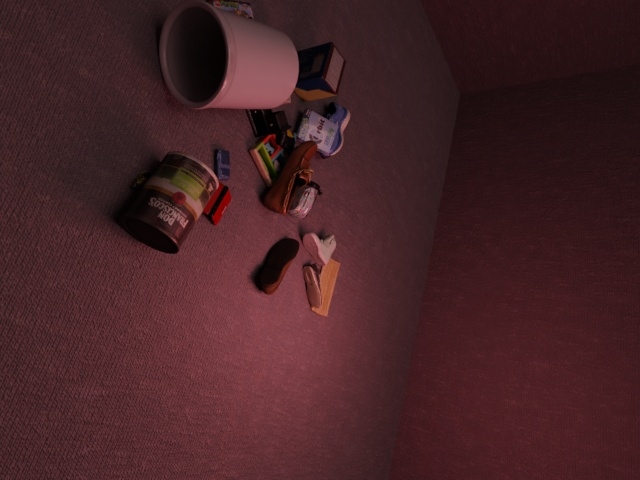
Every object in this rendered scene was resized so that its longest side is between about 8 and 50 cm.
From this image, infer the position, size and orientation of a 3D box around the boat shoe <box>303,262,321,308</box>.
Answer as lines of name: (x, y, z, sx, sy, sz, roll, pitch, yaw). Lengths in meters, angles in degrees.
boat shoe: (-0.024, 0.231, 2.151, 0.079, 0.084, 0.232, -25, 109, -51)

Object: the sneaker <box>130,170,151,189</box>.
sneaker: (-0.585, -0.199, 1.382, 0.031, 0.035, 0.083, 57, 48, -38)

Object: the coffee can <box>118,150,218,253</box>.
coffee can: (-0.487, -0.124, 1.383, 0.201, 0.202, 0.275, 52, 51, -42)

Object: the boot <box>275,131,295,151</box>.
boot: (-0.150, -0.465, 1.900, 0.099, 0.045, 0.121, 10, 93, -54)

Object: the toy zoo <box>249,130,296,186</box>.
toy zoo: (-0.192, -0.406, 1.915, 0.293, 0.030, 0.192, -57, 138, -36)

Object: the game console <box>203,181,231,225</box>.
game console: (-0.419, -0.152, 1.637, 0.124, 0.085, 0.143, 92, 19, -63)

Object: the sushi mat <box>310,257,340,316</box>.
sushi mat: (0.029, 0.244, 2.279, 0.151, 0.019, 0.316, 38, 62, -50)

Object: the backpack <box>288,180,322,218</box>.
backpack: (-0.096, -0.196, 1.994, 0.115, 0.152, 0.181, 32, 78, -45)

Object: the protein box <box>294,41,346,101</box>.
protein box: (-0.014, -0.795, 2.008, 0.136, 0.200, 0.200, 35, 64, -50)

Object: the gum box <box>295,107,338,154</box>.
gum box: (-0.019, -0.530, 2.065, 0.185, 0.041, 0.156, 24, 80, -22)

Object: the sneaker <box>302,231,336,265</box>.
sneaker: (0.000, 0.000, 2.160, 0.151, 0.094, 0.255, -59, 146, -25)

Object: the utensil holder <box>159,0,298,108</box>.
utensil holder: (-0.310, -0.629, 1.509, 0.386, 0.328, 0.326, -21, 109, -55)

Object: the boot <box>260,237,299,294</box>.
boot: (-0.188, 0.114, 1.931, 0.115, 0.113, 0.305, 98, 16, -50)

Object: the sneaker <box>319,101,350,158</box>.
sneaker: (0.043, -0.571, 2.192, 0.147, 0.130, 0.329, 29, 65, -36)

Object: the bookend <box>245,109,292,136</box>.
bookend: (-0.221, -0.525, 1.771, 0.072, 0.158, 0.156, -45, 128, -44)

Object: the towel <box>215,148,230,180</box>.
towel: (-0.383, -0.297, 1.666, 0.067, 0.029, 0.119, -4, 95, -55)

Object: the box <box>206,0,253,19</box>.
box: (-0.349, -0.885, 1.676, 0.207, 0.036, 0.113, -31, 116, -49)

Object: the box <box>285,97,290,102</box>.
box: (-0.203, -0.730, 1.826, 0.094, 0.113, 0.274, -12, 103, -54)

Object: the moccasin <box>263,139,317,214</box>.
moccasin: (-0.107, -0.285, 1.895, 0.379, 0.147, 0.139, -60, 166, -23)
